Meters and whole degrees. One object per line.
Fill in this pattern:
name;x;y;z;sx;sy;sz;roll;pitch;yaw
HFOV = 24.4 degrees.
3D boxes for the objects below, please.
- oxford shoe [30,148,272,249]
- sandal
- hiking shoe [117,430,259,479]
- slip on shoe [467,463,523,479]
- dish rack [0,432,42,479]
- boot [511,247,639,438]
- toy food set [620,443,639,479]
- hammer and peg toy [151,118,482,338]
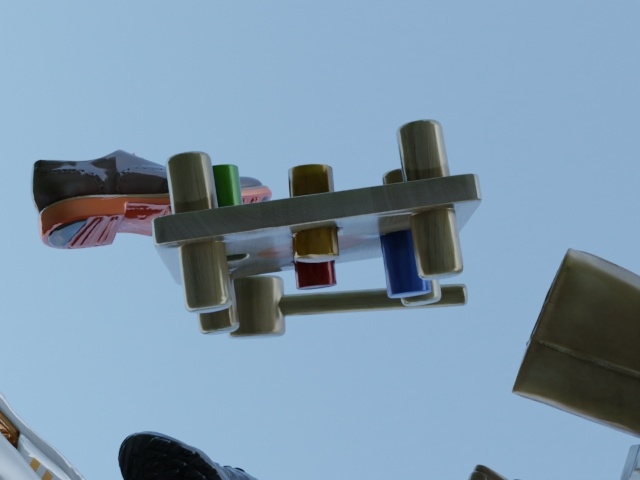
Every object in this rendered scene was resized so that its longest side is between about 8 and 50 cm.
oxford shoe;-0.178;-0.058;1.591;0.097;0.271;0.098;-49;-127;48
sandal;-0.341;0.228;1.549;0.102;0.076;0.265;-20;-64;44
hiking shoe;-0.114;0.271;1.547;0.227;0.114;0.086;33;-95;-7
slip on shoe;0.190;0.249;1.413;0.051;0.135;0.041;-10;-118;57
dish rack;-0.189;0.237;0.587;0.072;0.333;0.285;-32;-80;35
boot;0.285;0.163;1.222;0.270;0.089;0.236;22;-103;5
toy food set;0.296;0.241;1.328;0.104;0.232;0.111;-14;-48;47
hammer and peg toy;0.000;0.000;1.282;0.266;0.361;0.127;-8;-99;-2
